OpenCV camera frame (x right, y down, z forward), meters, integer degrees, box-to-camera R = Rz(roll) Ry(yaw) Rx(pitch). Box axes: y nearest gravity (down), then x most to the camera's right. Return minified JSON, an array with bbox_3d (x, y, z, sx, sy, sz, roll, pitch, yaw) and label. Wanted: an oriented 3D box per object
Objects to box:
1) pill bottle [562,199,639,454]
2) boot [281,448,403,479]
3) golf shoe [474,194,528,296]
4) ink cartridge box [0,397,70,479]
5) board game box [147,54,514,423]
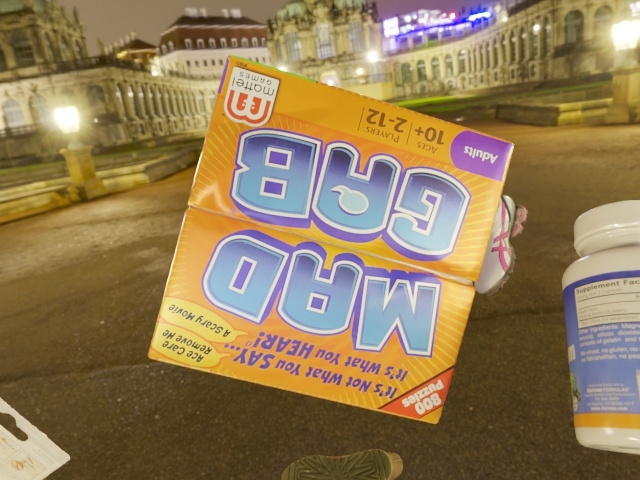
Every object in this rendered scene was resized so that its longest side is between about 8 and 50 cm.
[{"bbox_3d":[0.367,0.099,0.532,0.152,0.272,0.152,6,-24,3],"label":"pill bottle"},{"bbox_3d":[0.061,0.514,1.008,0.236,0.089,0.269,-10,-27,7],"label":"boot"},{"bbox_3d":[0.278,0.004,0.764,0.186,0.085,0.067,-65,7,-27],"label":"golf shoe"},{"bbox_3d":[-0.450,0.263,0.606,0.224,0.181,0.056,-37,14,15],"label":"ink cartridge box"},{"bbox_3d":[0.000,0.000,0.706,0.356,0.357,0.356,15,1,-7],"label":"board game box"}]
